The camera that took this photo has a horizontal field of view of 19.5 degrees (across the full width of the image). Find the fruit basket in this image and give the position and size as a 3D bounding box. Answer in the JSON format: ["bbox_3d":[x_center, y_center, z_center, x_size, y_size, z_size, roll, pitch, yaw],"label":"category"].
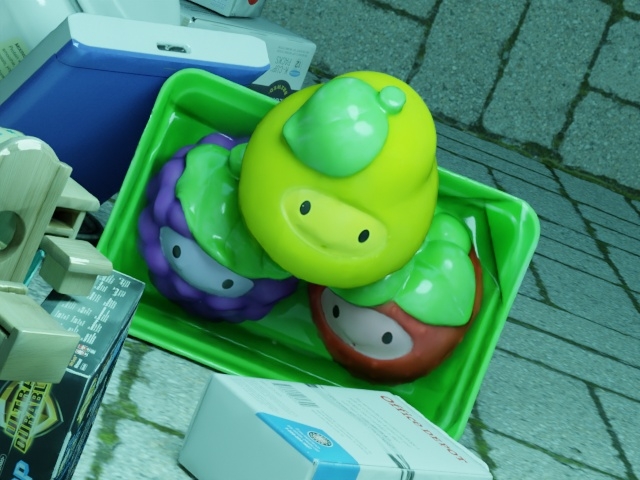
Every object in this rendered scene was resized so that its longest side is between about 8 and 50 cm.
[{"bbox_3d":[0.000,0.000,1.631,0.392,0.283,0.392,22,-3,1],"label":"fruit basket"}]

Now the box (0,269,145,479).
[{"bbox_3d":[-0.168,0.119,1.094,0.051,0.175,0.220,21,13,-2],"label":"box"}]

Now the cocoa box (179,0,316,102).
[{"bbox_3d":[-0.227,-0.211,2.277,0.347,0.228,0.231,31,16,36],"label":"cocoa box"}]

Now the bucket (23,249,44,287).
[{"bbox_3d":[-0.326,0.040,1.139,0.281,0.183,0.281,22,12,-5],"label":"bucket"}]

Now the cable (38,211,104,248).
[{"bbox_3d":[-0.290,-0.024,1.732,0.287,0.072,0.139,5,23,-48],"label":"cable"}]

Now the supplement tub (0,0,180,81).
[{"bbox_3d":[-0.326,-0.223,1.823,0.325,0.235,0.235,-20,0,18],"label":"supplement tub"}]

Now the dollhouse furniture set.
[{"bbox_3d":[-0.144,-0.010,1.016,0.182,0.101,0.161,36,18,37],"label":"dollhouse furniture set"}]

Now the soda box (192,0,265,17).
[{"bbox_3d":[-0.194,-0.357,2.204,0.286,0.091,0.098,25,15,17],"label":"soda box"}]

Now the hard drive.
[{"bbox_3d":[-0.222,-0.115,1.766,0.210,0.318,0.040,3,66,-38],"label":"hard drive"}]

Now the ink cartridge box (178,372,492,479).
[{"bbox_3d":[0.012,0.171,1.407,0.190,0.082,0.139,12,16,-43],"label":"ink cartridge box"}]
